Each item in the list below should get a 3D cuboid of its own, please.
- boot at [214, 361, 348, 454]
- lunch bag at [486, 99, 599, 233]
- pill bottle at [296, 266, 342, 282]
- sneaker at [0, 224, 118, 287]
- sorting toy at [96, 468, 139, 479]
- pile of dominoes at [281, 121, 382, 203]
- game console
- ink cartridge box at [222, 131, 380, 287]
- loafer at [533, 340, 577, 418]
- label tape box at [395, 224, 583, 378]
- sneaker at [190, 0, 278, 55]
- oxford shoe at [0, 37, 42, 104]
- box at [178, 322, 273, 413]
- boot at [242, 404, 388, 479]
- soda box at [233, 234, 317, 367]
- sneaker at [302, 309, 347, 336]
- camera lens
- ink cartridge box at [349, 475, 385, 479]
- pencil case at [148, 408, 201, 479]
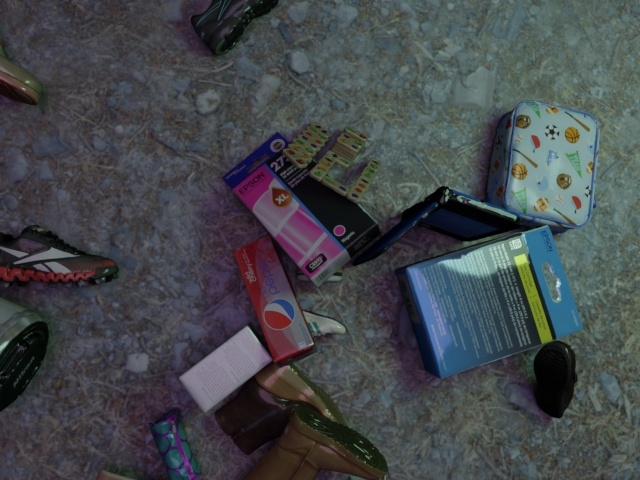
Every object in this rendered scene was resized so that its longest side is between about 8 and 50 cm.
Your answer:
[{"bbox_3d":[-0.080,0.396,1.123,0.207,0.090,0.248,-43,93,5],"label":"boot"},{"bbox_3d":[0.530,-0.164,1.217,0.243,0.115,0.304,12,81,-6],"label":"lunch bag"},{"bbox_3d":[0.000,0.000,1.151,0.103,0.103,0.184,2,82,-5],"label":"pill bottle"},{"bbox_3d":[-0.571,0.034,1.098,0.275,0.097,0.135,2,85,-3],"label":"sneaker"},{"bbox_3d":[-0.381,0.585,1.067,0.208,0.038,0.193,18,95,2],"label":"sorting toy"},{"bbox_3d":[0.036,-0.191,1.123,0.195,0.251,0.040,30,123,1],"label":"pile of dominoes"},{"bbox_3d":[0.227,0.006,1.076,0.250,0.293,0.174,20,83,-3],"label":"game console"},{"bbox_3d":[-0.058,-0.089,1.105,0.175,0.069,0.371,-40,62,-5],"label":"ink cartridge box"},{"bbox_3d":[0.525,0.296,1.145,0.078,0.080,0.220,-33,131,-28],"label":"loafer"},{"bbox_3d":[0.374,0.132,1.166,0.347,0.115,0.249,-16,86,-9],"label":"label tape box"},{"bbox_3d":[-0.186,-0.560,1.206,0.106,0.101,0.267,43,81,3],"label":"sneaker"},{"bbox_3d":[-0.759,-0.449,1.124,0.397,0.140,0.147,35,74,-2],"label":"oxford shoe"},{"bbox_3d":[-0.193,0.263,1.088,0.170,0.130,0.091,-37,88,-8],"label":"box"},{"bbox_3d":[-0.026,0.496,1.064,0.236,0.089,0.270,31,103,2],"label":"boot"},{"bbox_3d":[-0.097,0.127,1.098,0.092,0.083,0.263,-23,68,-4],"label":"soda box"},{"bbox_3d":[-0.025,0.197,1.151,0.161,0.057,0.075,16,84,2],"label":"sneaker"},{"bbox_3d":[-0.703,0.201,1.005,0.274,0.219,0.220,24,82,-2],"label":"camera lens"},{"bbox_3d":[0.089,0.570,1.090,0.060,0.104,0.180,9,82,-3],"label":"ink cartridge box"},{"bbox_3d":[-0.305,0.440,1.088,0.064,0.070,0.152,-20,86,-45],"label":"pencil case"}]
